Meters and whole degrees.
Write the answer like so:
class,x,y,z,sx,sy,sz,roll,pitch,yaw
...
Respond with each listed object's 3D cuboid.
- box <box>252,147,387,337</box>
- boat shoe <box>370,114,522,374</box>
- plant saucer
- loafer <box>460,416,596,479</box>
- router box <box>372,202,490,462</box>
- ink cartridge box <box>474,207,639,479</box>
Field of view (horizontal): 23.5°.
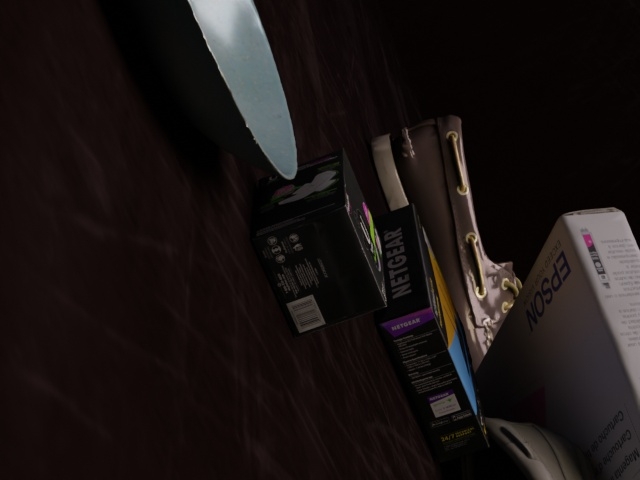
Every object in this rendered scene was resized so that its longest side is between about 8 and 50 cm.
class,x,y,z,sx,sy,sz,roll,pitch,yaw
box,0.000,0.000,0.799,0.083,0.052,0.062,-89,158,-66
boat shoe,0.148,0.034,1.558,0.116,0.096,0.324,6,64,-81
plant saucer,-0.063,-0.113,0.708,0.195,0.037,0.195,-20,90,-83
loafer,0.155,0.252,1.105,0.111,0.112,0.319,27,27,-20
router box,0.083,0.069,1.208,0.179,0.046,0.133,-94,162,-63
ink cartridge box,0.226,0.198,1.289,0.324,0.071,0.330,109,-28,-52
